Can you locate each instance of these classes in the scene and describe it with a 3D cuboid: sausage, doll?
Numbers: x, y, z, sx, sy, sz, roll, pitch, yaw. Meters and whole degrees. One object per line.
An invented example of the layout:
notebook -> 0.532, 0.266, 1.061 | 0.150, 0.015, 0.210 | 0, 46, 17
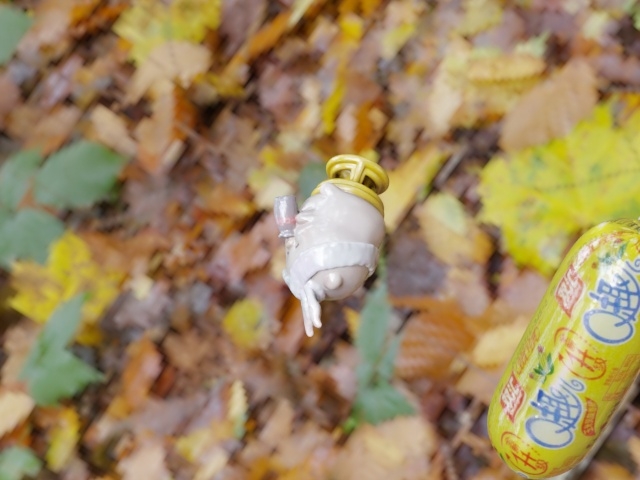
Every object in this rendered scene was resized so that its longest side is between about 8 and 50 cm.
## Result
sausage -> 0.268, 0.112, 1.814 | 0.123, 0.123, 0.347 | -89, 18, -56
doll -> 0.000, 0.000, 1.207 | 0.073, 0.084, 0.127 | -27, 37, 54
